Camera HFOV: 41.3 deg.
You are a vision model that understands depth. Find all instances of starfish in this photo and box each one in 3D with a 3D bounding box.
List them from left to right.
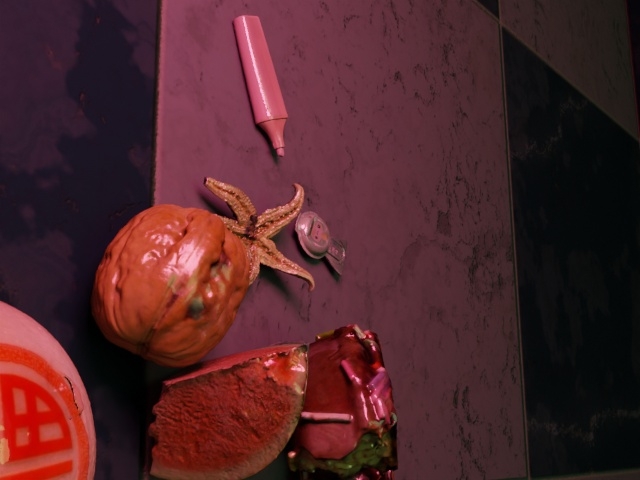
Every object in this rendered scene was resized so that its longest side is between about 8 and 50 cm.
[{"bbox_3d":[-0.089,0.006,1.087,0.223,0.050,0.217,38,58,-28],"label":"starfish"}]

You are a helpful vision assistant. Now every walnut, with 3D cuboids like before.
[{"bbox_3d":[-0.157,0.042,0.908,0.155,0.155,0.184,50,50,-34],"label":"walnut"}]

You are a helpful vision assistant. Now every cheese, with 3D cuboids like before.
[{"bbox_3d":[0.000,0.000,1.226,0.120,0.026,0.067,38,53,-43],"label":"cheese"}]

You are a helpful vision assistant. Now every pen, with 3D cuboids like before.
[{"bbox_3d":[-0.078,-0.211,1.170,0.053,0.032,0.197,-16,92,-55],"label":"pen"}]

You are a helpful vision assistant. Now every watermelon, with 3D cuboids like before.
[{"bbox_3d":[-0.079,0.166,0.925,0.128,0.231,0.146,65,24,-13],"label":"watermelon"}]

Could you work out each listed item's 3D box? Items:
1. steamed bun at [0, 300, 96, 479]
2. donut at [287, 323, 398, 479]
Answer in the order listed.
[{"bbox_3d":[-0.294,0.173,0.659,0.283,0.177,0.283,18,67,-50],"label":"steamed bun"},{"bbox_3d":[0.029,0.251,1.041,0.259,0.136,0.345,-104,-174,-54],"label":"donut"}]
